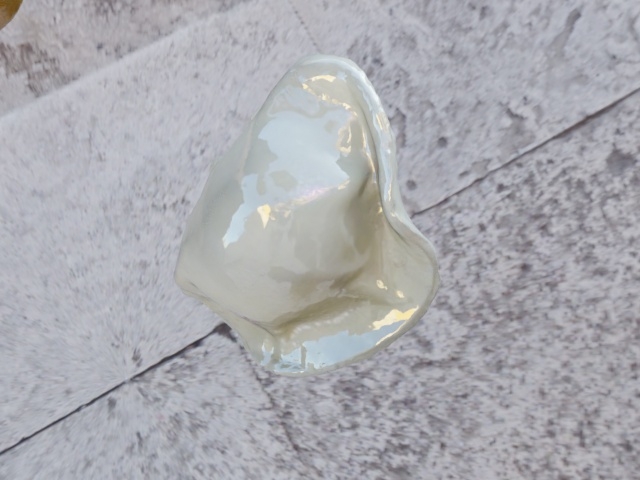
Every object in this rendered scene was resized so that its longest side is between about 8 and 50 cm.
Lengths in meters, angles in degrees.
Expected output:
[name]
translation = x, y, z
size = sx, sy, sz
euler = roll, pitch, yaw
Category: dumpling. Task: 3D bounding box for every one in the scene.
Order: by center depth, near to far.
[dumpling]
translation = 0.001, -0.001, 0.531
size = 0.134, 0.100, 0.169
euler = 37, 99, 12

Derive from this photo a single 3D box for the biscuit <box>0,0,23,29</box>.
[biscuit]
translation = -0.142, -0.204, 0.382
size = 0.239, 0.212, 0.041
euler = 52, 42, 8
